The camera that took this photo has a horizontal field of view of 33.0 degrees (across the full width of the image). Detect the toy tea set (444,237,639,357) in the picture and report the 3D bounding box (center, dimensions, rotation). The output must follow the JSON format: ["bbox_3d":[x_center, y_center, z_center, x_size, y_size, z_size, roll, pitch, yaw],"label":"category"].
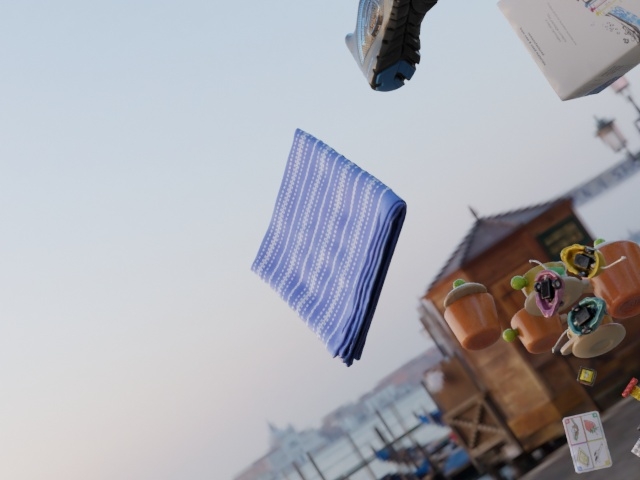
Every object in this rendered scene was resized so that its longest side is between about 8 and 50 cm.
[{"bbox_3d":[0.335,0.073,1.584,0.336,0.124,0.200,5,-42,-31],"label":"toy tea set"}]

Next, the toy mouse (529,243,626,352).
[{"bbox_3d":[0.322,0.075,1.376,0.031,0.143,0.161,5,8,-35],"label":"toy mouse"}]

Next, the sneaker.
[{"bbox_3d":[0.125,-0.413,1.790,0.125,0.139,0.340,-10,-39,-35],"label":"sneaker"}]

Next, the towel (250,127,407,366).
[{"bbox_3d":[0.000,0.000,1.518,0.040,0.336,0.243,9,-73,-30],"label":"towel"}]

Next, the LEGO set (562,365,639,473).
[{"bbox_3d":[0.416,0.271,1.405,0.183,0.244,0.060,-15,-19,13],"label":"LEGO set"}]

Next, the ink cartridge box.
[{"bbox_3d":[0.400,-0.327,1.466,0.233,0.168,0.171,-37,-10,30],"label":"ink cartridge box"}]
